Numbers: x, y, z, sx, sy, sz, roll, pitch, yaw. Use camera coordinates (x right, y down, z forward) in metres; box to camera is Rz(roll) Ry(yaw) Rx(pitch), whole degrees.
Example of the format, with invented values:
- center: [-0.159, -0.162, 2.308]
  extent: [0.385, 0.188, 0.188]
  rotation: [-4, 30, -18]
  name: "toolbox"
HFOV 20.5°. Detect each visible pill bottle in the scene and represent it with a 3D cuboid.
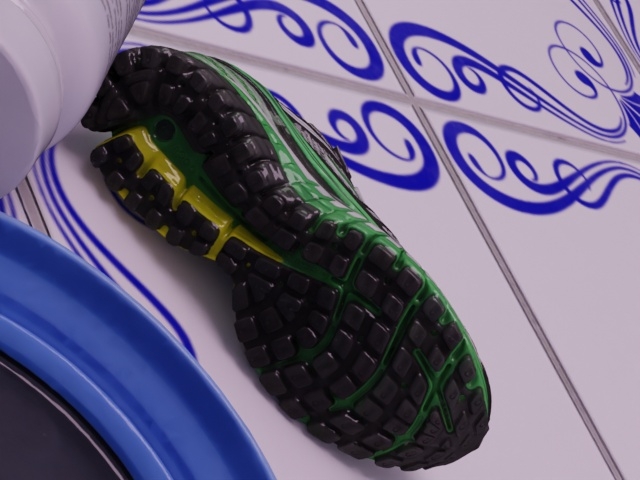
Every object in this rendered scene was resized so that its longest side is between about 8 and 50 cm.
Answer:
- center: [-0.196, -0.146, 1.073]
  extent: [0.160, 0.160, 0.283]
  rotation: [37, 31, -15]
  name: "pill bottle"

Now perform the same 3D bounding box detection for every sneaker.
- center: [0.000, 0.000, 1.175]
  extent: [0.343, 0.134, 0.146]
  rotation: [52, 25, 6]
  name: "sneaker"

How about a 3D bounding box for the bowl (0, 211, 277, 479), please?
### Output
- center: [-0.173, 0.142, 0.839]
  extent: [0.391, 0.077, 0.391]
  rotation: [32, 32, -23]
  name: "bowl"
